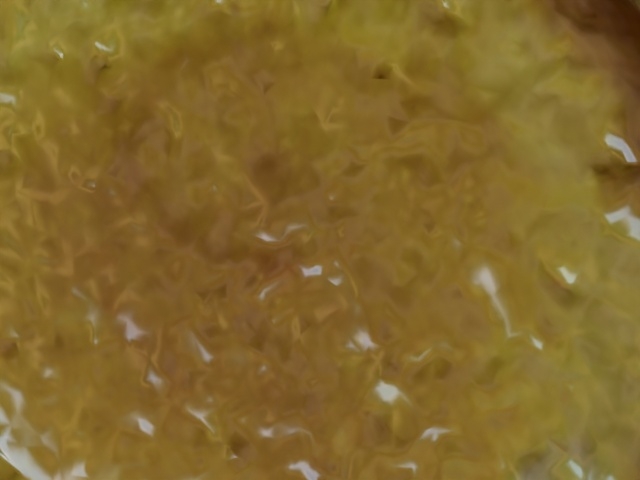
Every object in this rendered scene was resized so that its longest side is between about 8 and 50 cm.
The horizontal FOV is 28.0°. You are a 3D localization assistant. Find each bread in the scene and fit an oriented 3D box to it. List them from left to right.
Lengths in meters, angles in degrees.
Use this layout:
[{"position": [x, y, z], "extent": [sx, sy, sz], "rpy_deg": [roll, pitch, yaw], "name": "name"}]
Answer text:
[{"position": [0.005, 0.001, 0.432], "extent": [0.312, 0.312, 0.172], "rpy_deg": [21, -162, 9], "name": "bread"}]
